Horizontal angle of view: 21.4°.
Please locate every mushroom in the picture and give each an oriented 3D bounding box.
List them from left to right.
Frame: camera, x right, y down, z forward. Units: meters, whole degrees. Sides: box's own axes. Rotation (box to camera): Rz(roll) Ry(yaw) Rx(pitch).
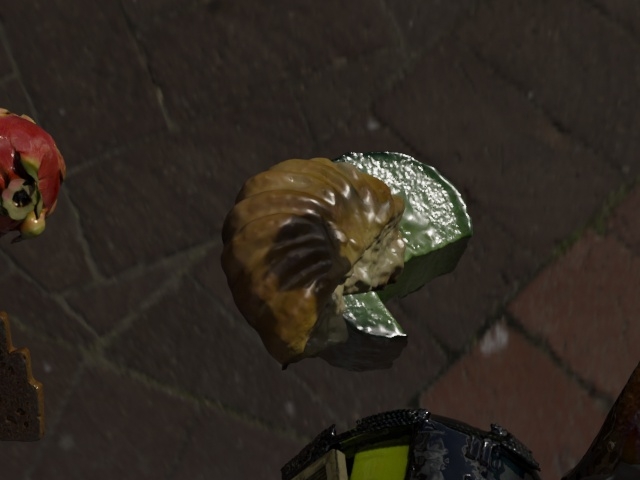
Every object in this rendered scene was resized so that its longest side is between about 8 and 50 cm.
[{"bbox_3d":[0.174,0.098,0.885,0.052,0.123,0.123,39,76,17],"label":"mushroom"}]

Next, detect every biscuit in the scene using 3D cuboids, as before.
[{"bbox_3d":[-0.291,0.128,1.487,0.119,0.019,0.130,-42,92,16],"label":"biscuit"},{"bbox_3d":[0.000,0.000,1.074,0.118,0.061,0.183,50,37,-3],"label":"biscuit"}]

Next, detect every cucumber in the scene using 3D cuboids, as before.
[{"bbox_3d":[0.035,0.009,1.557,0.191,0.130,0.191,4,73,-13],"label":"cucumber"}]

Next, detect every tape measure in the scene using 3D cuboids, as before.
[{"bbox_3d":[0.062,0.204,1.143,0.199,0.186,0.112,20,41,-7],"label":"tape measure"}]

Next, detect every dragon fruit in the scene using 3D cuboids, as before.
[{"bbox_3d":[-0.204,-0.041,1.083,0.081,0.116,0.086,-32,102,-9],"label":"dragon fruit"}]

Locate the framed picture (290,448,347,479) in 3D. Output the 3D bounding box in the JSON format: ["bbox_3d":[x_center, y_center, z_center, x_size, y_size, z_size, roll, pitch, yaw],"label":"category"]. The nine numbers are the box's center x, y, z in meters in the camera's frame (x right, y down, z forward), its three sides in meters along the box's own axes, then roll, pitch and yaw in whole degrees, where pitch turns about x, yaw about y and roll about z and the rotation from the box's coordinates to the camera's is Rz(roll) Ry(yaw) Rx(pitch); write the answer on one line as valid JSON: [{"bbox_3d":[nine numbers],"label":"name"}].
[{"bbox_3d":[-0.029,0.220,0.900,0.136,0.010,0.201,-40,32,24],"label":"framed picture"}]

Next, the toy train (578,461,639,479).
[{"bbox_3d":[0.133,0.236,0.549,0.178,0.249,0.429,-10,101,-14],"label":"toy train"}]
